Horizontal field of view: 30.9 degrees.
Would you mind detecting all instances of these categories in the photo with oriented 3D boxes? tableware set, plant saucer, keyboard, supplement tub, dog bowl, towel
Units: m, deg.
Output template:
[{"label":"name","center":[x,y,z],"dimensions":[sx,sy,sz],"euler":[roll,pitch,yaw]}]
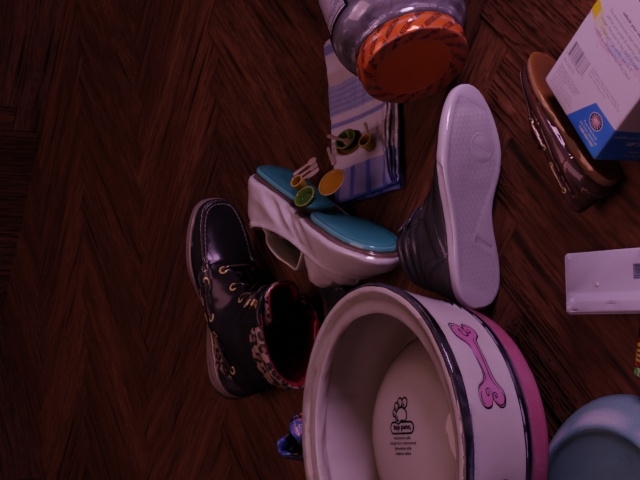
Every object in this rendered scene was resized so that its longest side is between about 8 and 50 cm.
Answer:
[{"label":"tableware set","center":[0.017,-0.117,1.757],"dimensions":[0.154,0.024,0.104],"euler":[-34,41,17]},{"label":"plant saucer","center":[0.335,0.333,1.299],"dimensions":[0.317,0.043,0.318],"euler":[0,89,62]},{"label":"keyboard","center":[0.351,0.043,1.254],"dimensions":[0.256,0.014,0.072],"euler":[-8,77,61]},{"label":"supplement tub","center":[0.086,-0.359,1.623],"dimensions":[0.193,0.193,0.316],"euler":[-55,44,46]},{"label":"dog bowl","center":[0.130,0.257,1.482],"dimensions":[0.408,0.150,0.408],"euler":[-1,88,63]},{"label":"towel","center":[0.063,-0.206,1.831],"dimensions":[0.209,0.034,0.285],"euler":[-15,76,62]}]

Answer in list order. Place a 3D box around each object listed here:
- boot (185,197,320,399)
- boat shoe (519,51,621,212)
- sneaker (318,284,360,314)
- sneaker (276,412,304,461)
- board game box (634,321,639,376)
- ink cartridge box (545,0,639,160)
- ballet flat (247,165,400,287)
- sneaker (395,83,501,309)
[{"label":"boot","center":[-0.122,0.098,2.052],"dimensions":[0.284,0.138,0.377],"euler":[-11,83,62]},{"label":"boat shoe","center":[0.282,-0.130,1.377],"dimensions":[0.073,0.073,0.207],"euler":[-53,44,45]},{"label":"sneaker","center":[0.040,0.078,1.844],"dimensions":[0.170,0.051,0.089],"euler":[172,94,-65]},{"label":"sneaker","center":[-0.003,0.303,1.879],"dimensions":[0.221,0.087,0.083],"euler":[-61,40,41]},{"label":"board game box","center":[0.421,0.101,1.160],"dimensions":[0.259,0.030,0.136],"euler":[16,101,61]},{"label":"ink cartridge box","center":[0.352,-0.212,1.244],"dimensions":[0.231,0.078,0.134],"euler":[-60,40,42]},{"label":"ballet flat","center":[0.000,0.000,1.819],"dimensions":[0.400,0.139,0.139],"euler":[36,120,52]},{"label":"sneaker","center":[0.162,-0.058,1.562],"dimensions":[0.147,0.104,0.296],"euler":[3,96,57]}]
